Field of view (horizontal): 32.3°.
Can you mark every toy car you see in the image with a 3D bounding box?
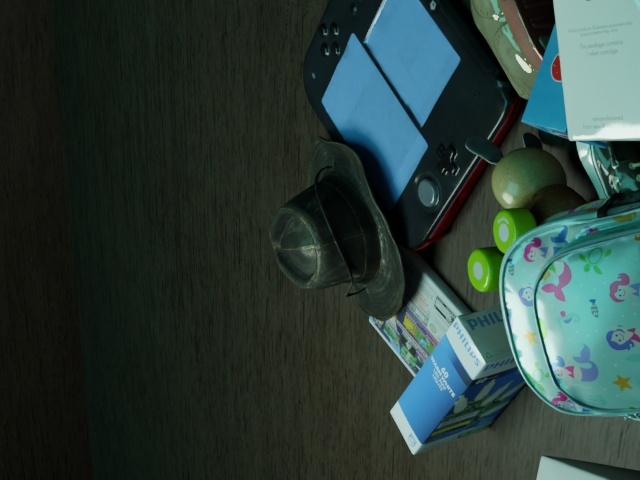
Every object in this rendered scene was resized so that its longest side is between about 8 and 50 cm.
[{"bbox_3d":[0.242,-0.049,1.302,0.149,0.155,0.188,115,143,-50],"label":"toy car"}]

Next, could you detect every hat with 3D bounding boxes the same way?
[{"bbox_3d":[0.000,0.000,1.700,0.331,0.134,0.331,57,160,34],"label":"hat"}]

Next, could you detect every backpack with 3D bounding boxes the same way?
[{"bbox_3d":[0.306,0.066,1.099,0.254,0.191,0.225,-9,97,38],"label":"backpack"}]

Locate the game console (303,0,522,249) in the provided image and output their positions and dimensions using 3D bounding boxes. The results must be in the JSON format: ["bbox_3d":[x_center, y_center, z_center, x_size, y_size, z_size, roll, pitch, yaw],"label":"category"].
[{"bbox_3d":[0.109,-0.215,1.557,0.386,0.060,0.342,60,148,27],"label":"game console"}]

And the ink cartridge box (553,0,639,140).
[{"bbox_3d":[0.314,-0.278,0.989,0.119,0.207,0.353,8,108,59],"label":"ink cartridge box"}]

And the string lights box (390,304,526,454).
[{"bbox_3d":[0.204,0.181,1.480,0.076,0.133,0.259,62,149,26],"label":"string lights box"}]

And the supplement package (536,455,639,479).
[{"bbox_3d":[0.370,0.351,1.156,0.293,0.175,0.177,9,86,60],"label":"supplement package"}]

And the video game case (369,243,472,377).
[{"bbox_3d":[0.149,0.118,1.673,0.201,0.023,0.183,50,143,38],"label":"video game case"}]

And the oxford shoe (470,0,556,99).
[{"bbox_3d":[0.198,-0.324,1.281,0.130,0.123,0.348,-42,64,65],"label":"oxford shoe"}]

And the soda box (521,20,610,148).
[{"bbox_3d":[0.286,-0.208,1.139,0.071,0.067,0.210,26,99,56],"label":"soda box"}]

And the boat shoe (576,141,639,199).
[{"bbox_3d":[0.341,-0.062,1.188,0.070,0.078,0.219,-9,101,61],"label":"boat shoe"}]
